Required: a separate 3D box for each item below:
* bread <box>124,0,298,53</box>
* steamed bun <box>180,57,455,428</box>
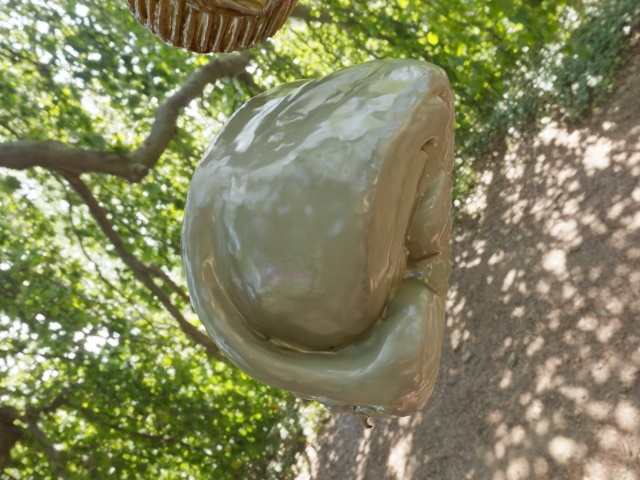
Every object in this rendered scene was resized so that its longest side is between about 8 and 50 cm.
[{"bbox_3d":[-0.101,-0.276,0.527,0.199,0.199,0.104,-56,7,-22],"label":"bread"},{"bbox_3d":[0.000,0.000,0.546,0.367,0.255,0.342,54,-141,-75],"label":"steamed bun"}]
